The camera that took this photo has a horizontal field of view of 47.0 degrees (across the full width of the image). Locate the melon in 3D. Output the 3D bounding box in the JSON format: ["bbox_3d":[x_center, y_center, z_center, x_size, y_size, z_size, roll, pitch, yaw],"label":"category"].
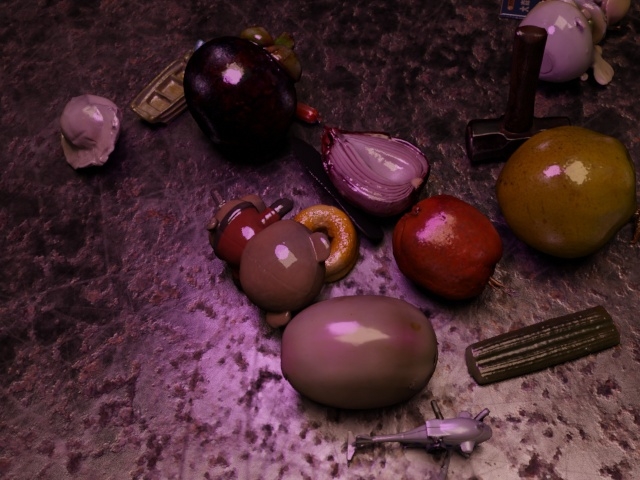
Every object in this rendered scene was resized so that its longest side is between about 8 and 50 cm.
[{"bbox_3d":[0.079,0.218,1.446,0.317,0.223,0.223,-2,59,0],"label":"melon"}]

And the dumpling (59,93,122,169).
[{"bbox_3d":[-0.580,-0.269,1.841,0.258,0.147,0.193,22,97,42],"label":"dumpling"}]

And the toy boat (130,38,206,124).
[{"bbox_3d":[-0.375,-0.406,1.938,0.111,0.084,0.276,32,70,18],"label":"toy boat"}]

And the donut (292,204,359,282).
[{"bbox_3d":[0.001,0.000,1.667,0.174,0.074,0.190,7,61,8],"label":"donut"}]

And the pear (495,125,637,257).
[{"bbox_3d":[0.524,-0.105,1.578,0.294,0.294,0.294,-2,59,4],"label":"pear"}]

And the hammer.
[{"bbox_3d":[0.452,-0.327,1.636,0.242,0.409,0.095,-5,58,6],"label":"hammer"}]

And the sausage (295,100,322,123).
[{"bbox_3d":[-0.058,-0.337,1.888,0.145,0.050,0.048,26,24,19],"label":"sausage"}]

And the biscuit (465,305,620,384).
[{"bbox_3d":[0.457,0.214,1.525,0.322,0.038,0.099,-15,62,-4],"label":"biscuit"}]

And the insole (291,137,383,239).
[{"bbox_3d":[0.034,-0.127,1.735,0.009,0.119,0.348,-51,63,26],"label":"insole"}]

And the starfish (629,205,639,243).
[{"bbox_3d":[0.720,-0.055,1.654,0.130,0.041,0.133,22,67,23],"label":"starfish"}]

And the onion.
[{"bbox_3d":[0.108,-0.166,1.721,0.283,0.120,0.227,38,52,16],"label":"onion"}]

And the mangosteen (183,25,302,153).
[{"bbox_3d":[-0.177,-0.358,1.770,0.300,0.300,0.300,-2,59,4],"label":"mangosteen"}]

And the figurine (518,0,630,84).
[{"bbox_3d":[0.683,-0.535,1.887,0.394,0.226,0.274,-42,98,-26],"label":"figurine"}]

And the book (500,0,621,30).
[{"bbox_3d":[0.676,-0.687,2.051,0.322,0.018,0.228,10,60,10],"label":"book"}]

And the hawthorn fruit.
[{"bbox_3d":[0.292,0.033,1.558,0.299,0.211,0.211,39,69,13],"label":"hawthorn fruit"}]

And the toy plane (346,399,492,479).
[{"bbox_3d":[0.188,0.369,1.418,0.273,0.107,0.182,11,56,16],"label":"toy plane"}]

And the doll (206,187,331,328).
[{"bbox_3d":[-0.125,0.018,1.569,0.330,0.174,0.235,37,100,33],"label":"doll"}]
